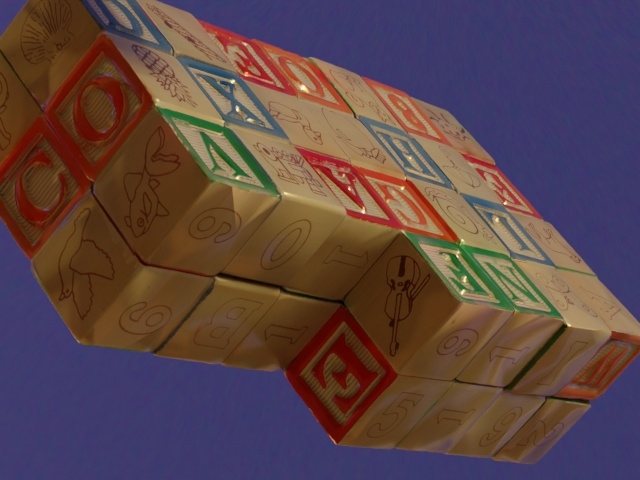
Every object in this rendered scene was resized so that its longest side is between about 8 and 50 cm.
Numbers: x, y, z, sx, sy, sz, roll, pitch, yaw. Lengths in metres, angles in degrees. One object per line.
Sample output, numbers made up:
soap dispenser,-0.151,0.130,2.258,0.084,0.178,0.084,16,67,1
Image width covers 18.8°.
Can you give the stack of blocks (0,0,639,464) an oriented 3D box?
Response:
stack of blocks,0.000,0.000,0.840,0.087,0.297,0.171,-50,-123,19
